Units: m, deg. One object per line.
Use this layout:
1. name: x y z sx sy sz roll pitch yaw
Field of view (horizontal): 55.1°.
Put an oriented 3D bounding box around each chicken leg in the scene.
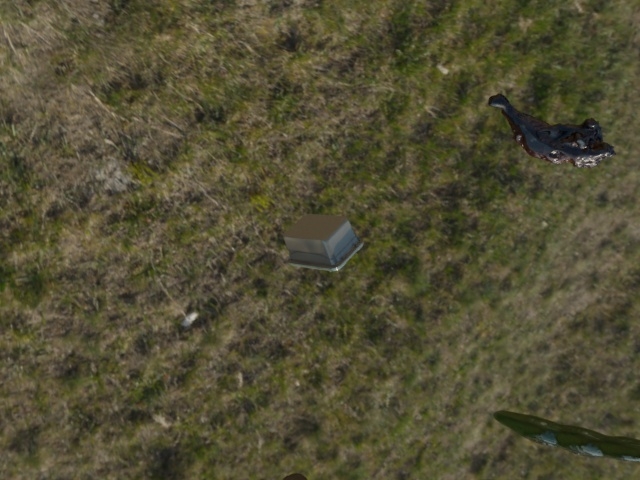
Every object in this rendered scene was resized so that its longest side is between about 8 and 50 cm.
1. chicken leg: 0.374 -0.175 1.007 0.048 0.219 0.089 -50 157 -55

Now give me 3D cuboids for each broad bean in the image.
1. broad bean: 0.399 0.311 0.965 0.060 0.298 0.043 41 64 -29

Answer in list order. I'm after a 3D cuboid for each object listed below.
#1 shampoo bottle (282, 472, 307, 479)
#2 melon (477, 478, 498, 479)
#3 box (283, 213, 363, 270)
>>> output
1. shampoo bottle: -0.051 0.578 1.319 0.067 0.068 0.236 -22 137 -18
2. melon: 0.415 0.638 1.509 0.203 0.093 0.139 -8 159 -43
3. box: 0.000 0.000 1.050 0.089 0.122 0.062 -44 124 -35
